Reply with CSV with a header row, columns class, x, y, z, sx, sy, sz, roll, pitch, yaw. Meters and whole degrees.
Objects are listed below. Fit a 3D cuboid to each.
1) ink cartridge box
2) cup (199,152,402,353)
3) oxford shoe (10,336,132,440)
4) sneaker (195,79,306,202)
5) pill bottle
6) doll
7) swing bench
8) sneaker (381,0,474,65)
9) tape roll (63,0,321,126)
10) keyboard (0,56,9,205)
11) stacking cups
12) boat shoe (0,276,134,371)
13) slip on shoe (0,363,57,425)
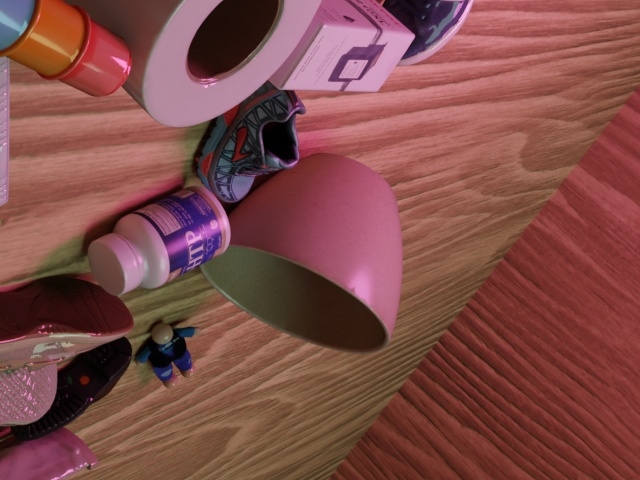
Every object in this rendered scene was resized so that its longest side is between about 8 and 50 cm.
class,x,y,z,sx,sy,sz,roll,pitch,yaw
ink cartridge box,-0.017,-0.270,1.462,0.100,0.172,0.237,-54,159,24
cup,0.000,0.000,1.920,0.331,0.331,0.237,88,25,-65
oxford shoe,-0.393,0.249,1.903,0.227,0.083,0.096,-36,163,-22
sneaker,-0.093,-0.127,1.671,0.104,0.125,0.261,-30,156,-35
pill bottle,-0.230,0.004,1.684,0.187,0.112,0.112,-29,155,-38
doll,-0.265,0.193,2.098,0.129,0.046,0.189,-31,152,-12
swing bench,-0.523,0.419,1.869,0.253,0.165,0.254,-19,143,-50
sneaker,0.174,-0.409,1.669,0.350,0.131,0.148,-54,153,9
tape roll,-0.140,-0.263,1.233,0.246,0.169,0.246,-40,160,-17
keyboard,-0.374,-0.105,1.313,0.072,0.014,0.256,-32,158,-32
stacking cups,-0.293,-0.212,1.018,0.096,0.096,0.316,-49,145,12
boat shoe,-0.389,0.125,1.624,0.302,0.109,0.098,-6,143,-53
slip on shoe,-0.471,0.212,1.655,0.331,0.101,0.123,-26,117,-68
